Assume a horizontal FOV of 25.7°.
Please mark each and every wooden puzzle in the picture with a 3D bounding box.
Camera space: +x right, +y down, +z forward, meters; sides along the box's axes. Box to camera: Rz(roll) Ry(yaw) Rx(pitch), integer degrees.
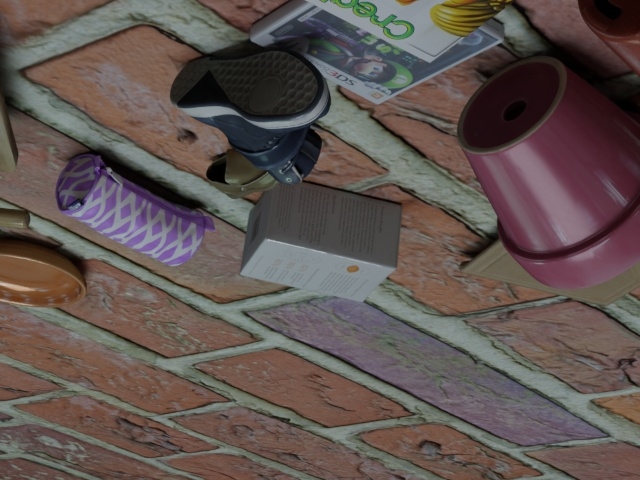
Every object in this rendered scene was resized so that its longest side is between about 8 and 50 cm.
[{"bbox_3d":[0.324,0.020,1.798,0.221,0.044,0.238,14,160,-16],"label":"wooden puzzle"}]

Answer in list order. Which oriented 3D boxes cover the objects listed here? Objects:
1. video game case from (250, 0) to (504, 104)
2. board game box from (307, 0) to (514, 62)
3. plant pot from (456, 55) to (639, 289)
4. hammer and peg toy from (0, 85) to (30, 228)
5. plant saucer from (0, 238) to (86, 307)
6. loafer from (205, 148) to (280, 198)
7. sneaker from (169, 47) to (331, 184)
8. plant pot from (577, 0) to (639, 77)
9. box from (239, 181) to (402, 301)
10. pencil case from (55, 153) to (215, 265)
[{"bbox_3d":[0.054,-0.203,1.380,0.173,0.022,0.190,23,151,-33],"label":"video game case"},{"bbox_3d":[0.039,-0.269,1.171,0.305,0.053,0.193,22,144,-30],"label":"board game box"},{"bbox_3d":[0.241,-0.082,1.424,0.201,0.201,0.180,-15,132,40],"label":"plant pot"},{"bbox_3d":[-0.462,-0.128,1.555,0.266,0.127,0.361,5,156,-1],"label":"hammer and peg toy"},{"bbox_3d":[-0.438,0.045,2.045,0.200,0.037,0.200,6,156,3],"label":"plant saucer"},{"bbox_3d":[-0.086,-0.084,1.641,0.050,0.056,0.148,14,156,-31],"label":"loafer"},{"bbox_3d":[-0.031,-0.123,1.454,0.163,0.086,0.226,37,165,-37],"label":"sneaker"},{"bbox_3d":[0.362,-0.178,1.101,0.265,0.272,0.272,31,147,-28],"label":"plant pot"},{"bbox_3d":[0.000,0.000,1.764,0.170,0.091,0.130,13,155,-14],"label":"box"},{"bbox_3d":[-0.235,-0.040,1.755,0.088,0.086,0.206,-39,138,21],"label":"pencil case"}]
